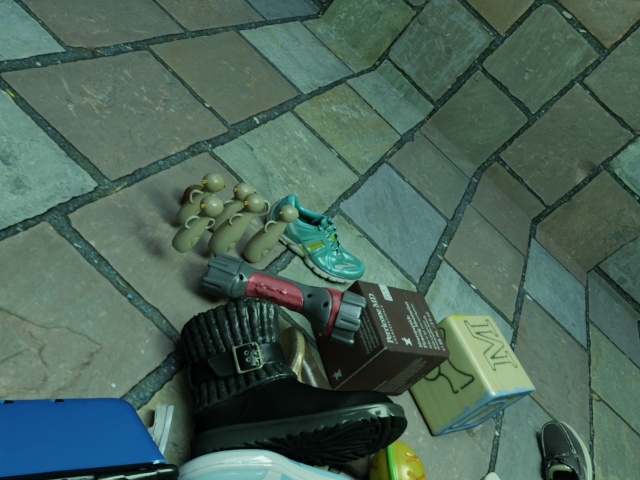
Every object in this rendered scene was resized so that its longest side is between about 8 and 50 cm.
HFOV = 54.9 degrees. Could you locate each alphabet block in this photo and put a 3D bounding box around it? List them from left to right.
[{"bbox_3d":[0.322,0.299,1.389,0.193,0.192,0.197,9,46,-46],"label":"alphabet block"}]

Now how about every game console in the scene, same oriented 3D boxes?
[{"bbox_3d":[-0.341,0.325,0.747,0.293,0.173,0.250,11,75,-41],"label":"game console"}]

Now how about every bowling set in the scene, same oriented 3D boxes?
[{"bbox_3d":[-0.201,-0.078,1.244,0.200,0.154,0.287,50,19,24],"label":"bowling set"}]

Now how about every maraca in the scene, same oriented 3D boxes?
[{"bbox_3d":[0.140,0.441,1.087,0.127,0.099,0.186,61,17,-48],"label":"maraca"}]

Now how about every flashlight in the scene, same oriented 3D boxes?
[{"bbox_3d":[-0.071,0.108,1.160,0.303,0.103,0.103,17,65,0],"label":"flashlight"}]

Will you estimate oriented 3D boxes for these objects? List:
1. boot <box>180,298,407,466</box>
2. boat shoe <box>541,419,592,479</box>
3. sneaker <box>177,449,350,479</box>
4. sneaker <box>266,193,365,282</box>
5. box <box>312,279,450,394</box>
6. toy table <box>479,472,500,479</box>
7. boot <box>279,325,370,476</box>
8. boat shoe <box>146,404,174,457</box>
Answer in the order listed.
[{"bbox_3d":[-0.052,0.217,0.994,0.347,0.131,0.260,-3,47,-9],"label":"boot"},{"bbox_3d":[0.585,0.555,1.471,0.092,0.102,0.285,31,39,-28],"label":"boat shoe"},{"bbox_3d":[-0.059,0.422,0.861,0.318,0.127,0.208,23,35,-29],"label":"sneaker"},{"bbox_3d":[0.000,0.000,1.451,0.275,0.110,0.107,38,31,-12],"label":"sneaker"},{"bbox_3d":[0.124,0.208,1.288,0.203,0.167,0.169,15,42,-39],"label":"box"},{"bbox_3d":[0.321,0.546,1.062,0.160,0.252,0.274,-16,74,-38],"label":"toy table"},{"bbox_3d":[-0.001,0.297,1.146,0.207,0.090,0.249,39,28,-32],"label":"boot"},{"bbox_3d":[-0.241,0.287,0.908,0.035,0.035,0.100,7,44,-7],"label":"boat shoe"}]
